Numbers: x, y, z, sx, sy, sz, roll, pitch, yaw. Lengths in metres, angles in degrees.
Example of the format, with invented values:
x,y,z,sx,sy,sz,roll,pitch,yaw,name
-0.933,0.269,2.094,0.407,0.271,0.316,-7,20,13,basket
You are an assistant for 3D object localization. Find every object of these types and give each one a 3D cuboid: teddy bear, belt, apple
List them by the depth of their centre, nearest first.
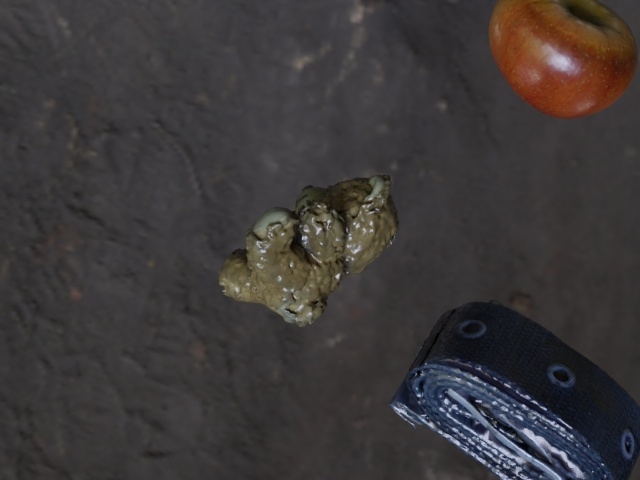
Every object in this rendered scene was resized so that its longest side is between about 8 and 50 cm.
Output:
x,y,z,sx,sy,sz,roll,pitch,yaw,name
0.189,0.140,1.380,0.128,0.218,0.122,-50,176,-45,belt
0.000,0.000,2.199,0.256,0.156,0.267,-43,177,-22,teddy bear
0.363,-0.290,2.381,0.210,0.235,0.173,-33,162,-52,apple
